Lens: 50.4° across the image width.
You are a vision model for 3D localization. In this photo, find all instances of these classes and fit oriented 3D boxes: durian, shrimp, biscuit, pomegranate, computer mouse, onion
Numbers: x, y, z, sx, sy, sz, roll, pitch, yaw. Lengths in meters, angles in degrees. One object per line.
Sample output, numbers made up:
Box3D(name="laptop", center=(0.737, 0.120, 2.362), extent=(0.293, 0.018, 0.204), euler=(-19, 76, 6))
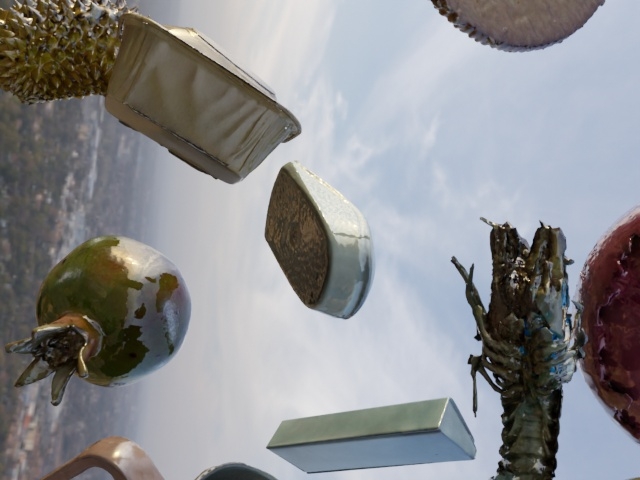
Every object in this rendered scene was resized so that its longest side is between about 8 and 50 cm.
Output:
Box3D(name="durian", center=(-0.330, -0.269, 0.915), extent=(0.138, 0.249, 0.183), euler=(-38, -114, 63))
Box3D(name="shrimp", center=(0.120, 0.072, 0.420), extent=(0.076, 0.082, 0.174), euler=(19, 73, -64))
Box3D(name="biscuit", center=(0.212, -0.357, 0.747), extent=(0.038, 0.305, 0.305), euler=(-167, -96, -65))
Box3D(name="pomegranate", center=(-0.252, 0.094, 0.780), extent=(0.224, 0.181, 0.182), euler=(-56, 159, -68))
Box3D(name="computer mouse", center=(0.000, 0.000, 0.827), extent=(0.231, 0.079, 0.128), euler=(56, -46, 44))
Box3D(name="onion", center=(0.472, 0.099, 0.789), extent=(0.345, 0.358, 0.358), euler=(-65, 163, -86))

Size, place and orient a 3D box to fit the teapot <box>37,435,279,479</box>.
Box3D(name="teapot", center=(-0.188, 0.355, 0.657), extent=(0.344, 0.300, 0.253), euler=(-35, 180, 22))

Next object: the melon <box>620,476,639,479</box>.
Box3D(name="melon", center=(0.219, 0.249, 0.321), extent=(0.248, 0.329, 0.249), euler=(-50, -164, 20))

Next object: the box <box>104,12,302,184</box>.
Box3D(name="box", center=(-0.104, -0.124, 0.593), extent=(0.111, 0.177, 0.111), euler=(-52, -163, 22))

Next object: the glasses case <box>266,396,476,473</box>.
Box3D(name="glasses case", center=(0.064, 0.261, 0.908), extent=(0.266, 0.105, 0.056), euler=(-17, -134, 33))
